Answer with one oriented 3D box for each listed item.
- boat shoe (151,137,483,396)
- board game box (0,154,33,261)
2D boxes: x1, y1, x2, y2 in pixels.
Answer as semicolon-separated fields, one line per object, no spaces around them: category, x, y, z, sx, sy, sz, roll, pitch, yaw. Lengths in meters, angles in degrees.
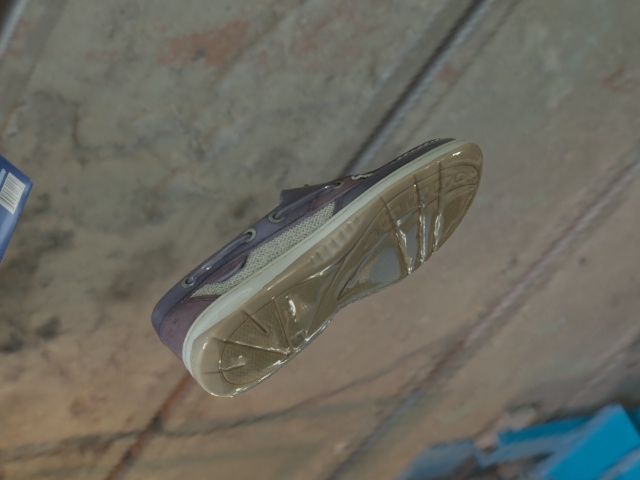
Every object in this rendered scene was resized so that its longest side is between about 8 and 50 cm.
boat shoe;0.000;0.000;0.983;0.285;0.092;0.103;-38;142;-23
board game box;-0.220;0.055;0.611;0.136;0.201;0.035;-10;141;35
